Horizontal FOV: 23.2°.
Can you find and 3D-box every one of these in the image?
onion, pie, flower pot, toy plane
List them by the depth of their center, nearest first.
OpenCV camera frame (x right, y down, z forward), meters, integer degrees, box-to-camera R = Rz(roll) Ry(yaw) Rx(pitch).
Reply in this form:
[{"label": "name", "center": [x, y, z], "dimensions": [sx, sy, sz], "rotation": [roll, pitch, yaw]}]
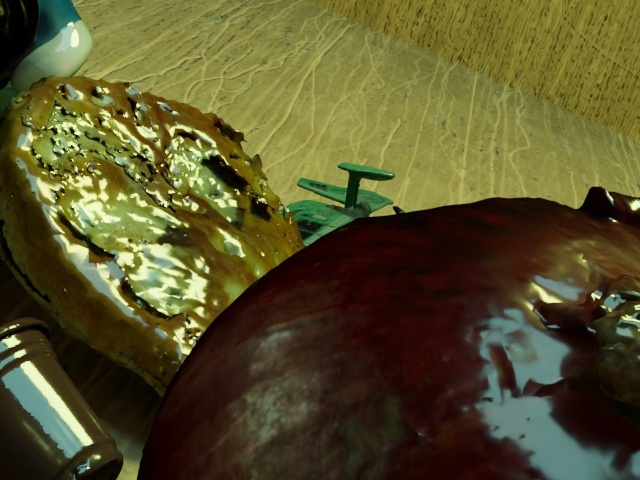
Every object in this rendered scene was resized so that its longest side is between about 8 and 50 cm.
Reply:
[{"label": "onion", "center": [0.077, 0.156, 0.644], "dimensions": [0.341, 0.341, 0.341], "rotation": [21, 17, -7]}, {"label": "flower pot", "center": [-0.155, 0.109, 0.821], "dimensions": [0.089, 0.111, 0.111], "rotation": [41, 21, 13]}, {"label": "pie", "center": [-0.115, 0.000, 1.083], "dimensions": [0.308, 0.085, 0.308], "rotation": [29, 34, -22]}, {"label": "toy plane", "center": [0.000, 0.000, 1.367], "dimensions": [0.155, 0.106, 0.382], "rotation": [14, 19, 14]}]

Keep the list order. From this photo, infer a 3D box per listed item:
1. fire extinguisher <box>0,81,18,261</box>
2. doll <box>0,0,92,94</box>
[{"label": "fire extinguisher", "center": [-0.252, -0.055, 1.208], "dimensions": [0.114, 0.095, 0.311], "rotation": [-1, 21, -12]}, {"label": "doll", "center": [-0.342, -0.147, 1.090], "dimensions": [0.284, 0.240, 0.310], "rotation": [-14, 19, 46]}]
